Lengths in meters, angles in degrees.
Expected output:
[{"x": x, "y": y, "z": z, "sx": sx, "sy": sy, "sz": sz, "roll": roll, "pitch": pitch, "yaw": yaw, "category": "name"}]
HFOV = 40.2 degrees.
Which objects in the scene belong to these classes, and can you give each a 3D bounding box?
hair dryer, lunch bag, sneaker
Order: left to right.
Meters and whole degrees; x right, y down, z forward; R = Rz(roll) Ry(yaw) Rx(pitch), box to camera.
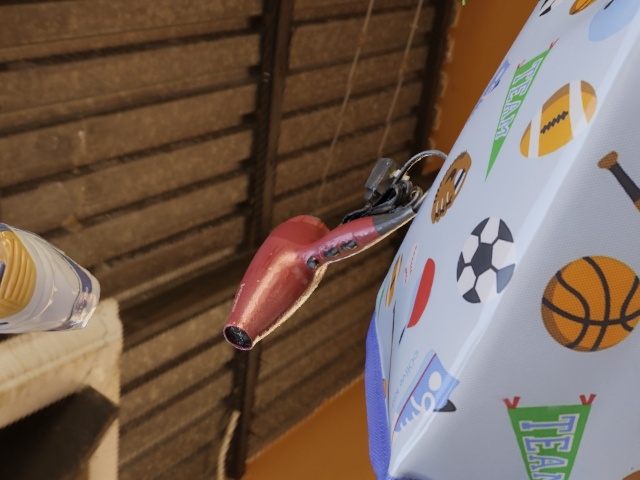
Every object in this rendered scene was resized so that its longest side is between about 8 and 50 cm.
[{"x": -0.323, "y": 0.022, "z": 0.770, "sx": 0.131, "sy": 0.296, "sz": 0.112, "roll": 30, "pitch": -98, "yaw": -58, "category": "sneaker"}, {"x": 0.000, "y": 0.000, "z": 0.951, "sx": 0.293, "sy": 0.080, "sz": 0.223, "roll": -47, "pitch": 7, "yaw": -3, "category": "hair dryer"}, {"x": 0.186, "y": -0.008, "z": 0.619, "sx": 0.328, "sy": 0.238, "sz": 0.385, "roll": -62, "pitch": 8, "yaw": 12, "category": "lunch bag"}]

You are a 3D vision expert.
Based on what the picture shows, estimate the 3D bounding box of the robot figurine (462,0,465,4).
[{"x": 0.119, "y": -0.265, "z": 0.759, "sx": 0.067, "sy": 0.115, "sz": 0.101, "roll": -4, "pitch": -23, "yaw": -30, "category": "robot figurine"}]
